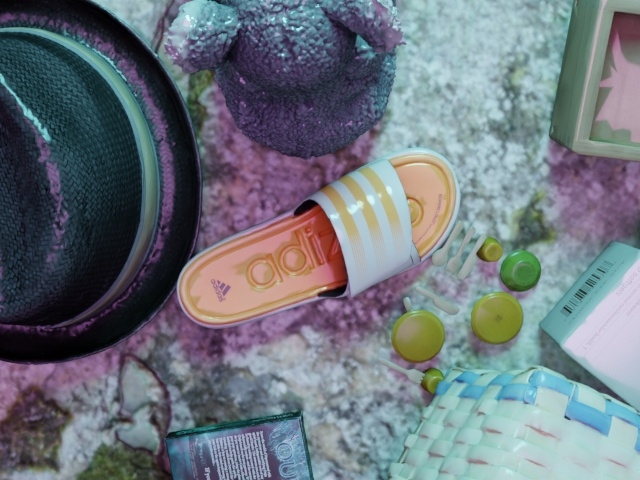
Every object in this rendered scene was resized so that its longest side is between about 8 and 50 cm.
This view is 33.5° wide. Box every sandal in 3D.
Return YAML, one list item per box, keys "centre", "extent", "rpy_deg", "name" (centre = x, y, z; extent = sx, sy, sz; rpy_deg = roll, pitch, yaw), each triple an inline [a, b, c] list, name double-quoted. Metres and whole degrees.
- centre: [0.004, 0.010, 0.906]
  extent: [0.265, 0.076, 0.102]
  rpy_deg: [-26, 96, -2]
  name: "sandal"

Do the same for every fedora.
- centre: [-0.256, -0.052, 0.881]
  extent: [0.334, 0.152, 0.334]
  rpy_deg: [0, 95, 1]
  name: "fedora"

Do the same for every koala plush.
- centre: [-0.018, -0.163, 0.829]
  extent: [0.196, 0.221, 0.203]
  rpy_deg: [-5, 95, 2]
  name: "koala plush"

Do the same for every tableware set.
- centre: [0.125, 0.065, 0.944]
  extent: [0.104, 0.024, 0.154]
  rpy_deg: [28, 94, -9]
  name: "tableware set"

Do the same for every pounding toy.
- centre: [0.291, -0.093, 0.895]
  extent: [0.181, 0.094, 0.206]
  rpy_deg: [7, 104, -4]
  name: "pounding toy"

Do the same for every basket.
- centre: [0.144, 0.250, 0.832]
  extent: [0.201, 0.255, 0.289]
  rpy_deg: [28, 79, -13]
  name: "basket"

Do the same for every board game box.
- centre: [-0.061, 0.256, 0.963]
  extent: [0.126, 0.026, 0.186]
  rpy_deg: [-9, 94, 2]
  name: "board game box"

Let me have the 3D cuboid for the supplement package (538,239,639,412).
- centre: [0.292, 0.098, 0.899]
  extent: [0.179, 0.105, 0.105]
  rpy_deg: [39, 94, -2]
  name: "supplement package"
